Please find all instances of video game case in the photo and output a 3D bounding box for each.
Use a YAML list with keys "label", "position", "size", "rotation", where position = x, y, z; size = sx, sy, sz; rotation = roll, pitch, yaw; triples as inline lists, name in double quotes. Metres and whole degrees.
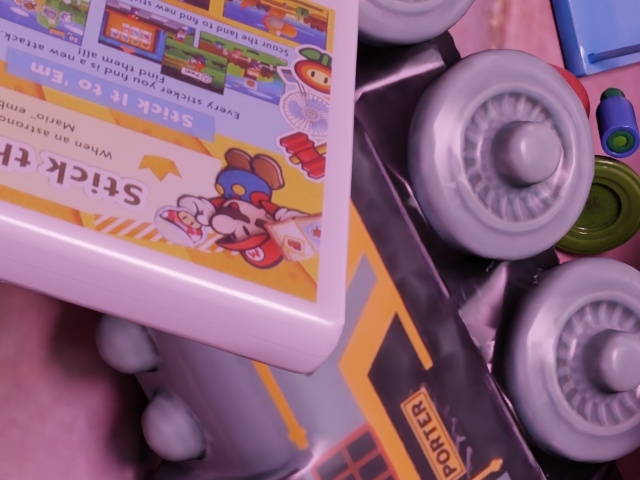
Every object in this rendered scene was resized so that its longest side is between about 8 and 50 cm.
- label: "video game case"
  position: [-0.097, -0.076, 0.528]
  size: [0.227, 0.026, 0.206]
  rotation: [19, 43, -15]

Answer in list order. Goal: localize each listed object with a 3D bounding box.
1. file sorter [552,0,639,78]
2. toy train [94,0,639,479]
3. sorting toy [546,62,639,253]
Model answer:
- label: "file sorter"
  position: [0.169, -0.173, 0.868]
  size: [0.118, 0.104, 0.170]
  rotation: [-17, 96, -38]
- label: "toy train"
  position: [0.000, 0.000, 0.700]
  size: [0.190, 0.142, 0.334]
  rotation: [-34, 106, -26]
- label: "sorting toy"
  position: [0.111, -0.045, 0.848]
  size: [0.102, 0.061, 0.042]
  rotation: [54, 22, -29]
